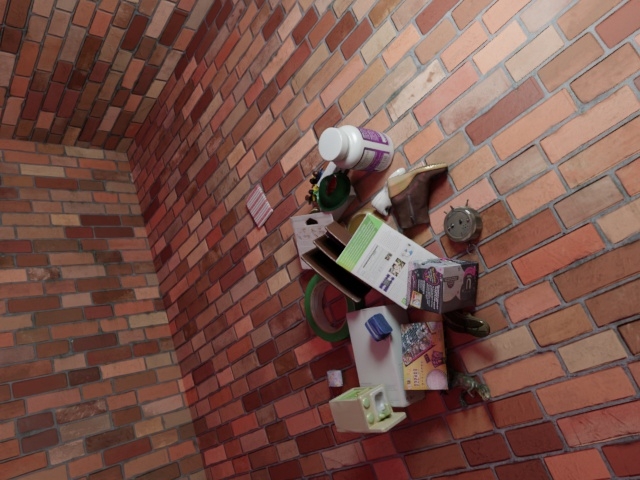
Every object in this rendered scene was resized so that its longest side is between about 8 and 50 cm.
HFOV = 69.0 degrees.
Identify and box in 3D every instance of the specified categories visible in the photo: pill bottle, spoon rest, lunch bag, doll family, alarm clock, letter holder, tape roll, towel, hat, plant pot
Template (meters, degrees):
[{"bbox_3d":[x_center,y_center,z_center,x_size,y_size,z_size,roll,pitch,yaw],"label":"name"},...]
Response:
[{"bbox_3d":[0.140,-0.365,1.852,0.169,0.301,0.170,1,92,46],"label":"pill bottle"},{"bbox_3d":[0.078,-0.167,2.097,0.276,0.084,0.138,-37,63,55],"label":"spoon rest"},{"bbox_3d":[0.073,0.629,2.128,0.083,0.053,0.071,-24,72,54],"label":"lunch bag"},{"bbox_3d":[-0.015,-0.254,2.151,0.076,0.111,0.193,19,104,44],"label":"doll family"},{"bbox_3d":[0.217,0.331,1.745,0.065,0.067,0.099,-50,60,32],"label":"lunch bag"},{"bbox_3d":[0.510,-0.039,1.657,0.129,0.064,0.192,-31,72,42],"label":"alarm clock"},{"bbox_3d":[0.097,0.085,1.890,0.301,0.214,0.152,39,113,11],"label":"letter holder"},{"bbox_3d":[0.060,0.294,2.114,0.321,0.077,0.322,2,92,46],"label":"tape roll"},{"bbox_3d":[-0.332,-0.187,2.543,0.144,0.029,0.197,-48,61,35],"label":"towel"},{"bbox_3d":[0.013,-0.235,1.923,0.208,0.183,0.173,-36,57,26],"label":"hat"},{"bbox_3d":[0.191,-0.020,2.003,0.236,0.032,0.237,1,91,45],"label":"plant pot"}]

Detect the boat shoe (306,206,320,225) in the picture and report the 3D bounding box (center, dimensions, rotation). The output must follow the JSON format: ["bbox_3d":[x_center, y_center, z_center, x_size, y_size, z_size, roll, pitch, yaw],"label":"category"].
[{"bbox_3d":[-0.033,-0.101,2.173,0.178,0.064,0.060,104,178,-54],"label":"boat shoe"}]

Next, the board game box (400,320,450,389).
[{"bbox_3d":[0.387,0.428,1.729,0.164,0.042,0.244,-9,69,26],"label":"board game box"}]

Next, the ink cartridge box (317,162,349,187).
[{"bbox_3d":[0.075,-0.312,2.067,0.046,0.097,0.207,53,125,31],"label":"ink cartridge box"}]

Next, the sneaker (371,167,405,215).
[{"bbox_3d":[0.295,-0.192,1.873,0.094,0.080,0.212,46,128,19],"label":"sneaker"}]

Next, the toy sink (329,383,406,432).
[{"bbox_3d":[0.174,0.622,1.735,0.234,0.152,0.131,-22,82,44],"label":"toy sink"}]

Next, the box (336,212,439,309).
[{"bbox_3d":[0.253,0.076,1.773,0.321,0.058,0.232,34,90,10],"label":"box"}]

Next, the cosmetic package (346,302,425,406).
[{"bbox_3d":[0.256,0.453,1.864,0.217,0.156,0.386,-17,78,44],"label":"cosmetic package"}]

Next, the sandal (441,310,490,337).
[{"bbox_3d":[0.516,0.282,1.651,0.219,0.060,0.090,7,112,58],"label":"sandal"}]

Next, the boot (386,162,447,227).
[{"bbox_3d":[0.388,-0.171,1.774,0.248,0.090,0.207,-18,98,25],"label":"boot"}]

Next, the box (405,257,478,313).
[{"bbox_3d":[0.425,0.148,1.612,0.142,0.247,0.164,8,97,44],"label":"box"}]

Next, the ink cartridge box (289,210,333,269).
[{"bbox_3d":[0.000,0.000,2.128,0.296,0.066,0.262,-5,101,49],"label":"ink cartridge box"}]

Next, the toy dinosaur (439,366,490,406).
[{"bbox_3d":[0.498,0.525,1.687,0.268,0.063,0.118,27,105,47],"label":"toy dinosaur"}]
